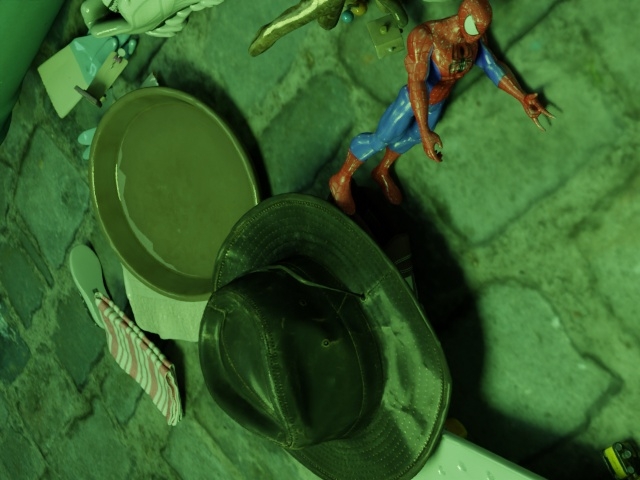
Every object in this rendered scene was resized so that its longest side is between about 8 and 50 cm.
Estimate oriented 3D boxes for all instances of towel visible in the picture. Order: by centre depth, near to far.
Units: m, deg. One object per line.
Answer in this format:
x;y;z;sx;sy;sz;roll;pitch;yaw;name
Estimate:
-0.205;0.044;1.631;0.282;0.049;0.187;-1;107;54;towel
-0.277;0.178;1.782;0.197;0.029;0.144;40;151;31;towel

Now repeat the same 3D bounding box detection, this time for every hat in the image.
-0.033;0.123;1.199;0.331;0.134;0.332;14;112;38;hat

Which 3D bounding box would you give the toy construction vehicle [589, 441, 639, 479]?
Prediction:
0.280;0.240;1.081;0.098;0.035;0.086;65;145;20;toy construction vehicle

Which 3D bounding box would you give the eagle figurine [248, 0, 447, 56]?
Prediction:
0.011;-0.343;1.021;0.225;0.226;0.298;66;-165;-65;eagle figurine

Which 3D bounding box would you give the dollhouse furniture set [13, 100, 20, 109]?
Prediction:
-0.654;-0.299;1.816;0.198;0.286;0.304;1;120;26;dollhouse furniture set

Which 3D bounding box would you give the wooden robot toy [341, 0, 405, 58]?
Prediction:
0.038;-0.245;1.148;0.173;0.076;0.079;54;178;21;wooden robot toy

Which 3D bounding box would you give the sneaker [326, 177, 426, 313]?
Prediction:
0.000;0.000;1.289;0.281;0.106;0.163;14;116;39;sneaker

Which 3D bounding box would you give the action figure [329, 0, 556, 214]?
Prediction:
0.108;-0.097;1.087;0.139;0.091;0.280;59;146;25;action figure

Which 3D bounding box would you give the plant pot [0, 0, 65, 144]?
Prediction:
-0.511;-0.325;1.610;0.334;0.341;0.341;-42;72;38;plant pot

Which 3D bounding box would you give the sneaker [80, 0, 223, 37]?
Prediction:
-0.180;-0.304;1.353;0.292;0.118;0.110;-29;81;54;sneaker

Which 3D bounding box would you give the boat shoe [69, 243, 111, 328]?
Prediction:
-0.366;0.076;1.872;0.040;0.049;0.142;-14;98;56;boat shoe

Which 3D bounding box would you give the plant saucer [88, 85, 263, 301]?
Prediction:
-0.179;-0.059;1.483;0.277;0.041;0.278;12;112;30;plant saucer

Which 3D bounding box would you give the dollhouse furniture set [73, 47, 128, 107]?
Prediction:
-0.249;-0.194;1.561;0.114;0.081;0.091;35;178;1;dollhouse furniture set

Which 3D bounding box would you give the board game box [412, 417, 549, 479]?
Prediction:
0.232;0.382;1.163;0.390;0.050;0.390;18;125;54;board game box

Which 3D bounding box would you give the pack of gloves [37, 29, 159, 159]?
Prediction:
-0.283;-0.203;1.628;0.232;0.046;0.195;-28;85;45;pack of gloves
